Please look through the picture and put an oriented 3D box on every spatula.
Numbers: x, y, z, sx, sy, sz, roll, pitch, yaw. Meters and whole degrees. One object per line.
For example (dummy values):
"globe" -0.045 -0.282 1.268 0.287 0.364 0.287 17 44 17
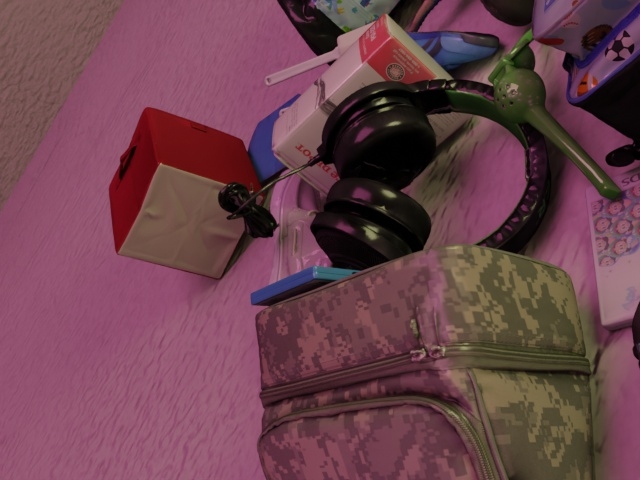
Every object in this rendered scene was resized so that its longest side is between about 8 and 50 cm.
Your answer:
"spatula" 0.016 -0.210 1.128 0.242 0.019 0.168 -12 96 39

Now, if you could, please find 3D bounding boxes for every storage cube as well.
"storage cube" -0.227 -0.078 1.259 0.184 0.215 0.193 -58 32 24

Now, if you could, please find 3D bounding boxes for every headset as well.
"headset" 0.068 -0.053 0.894 0.394 0.185 0.243 -2 64 18

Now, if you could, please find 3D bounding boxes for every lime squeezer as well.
"lime squeezer" 0.234 -0.173 0.811 0.310 0.109 0.059 -91 9 -45

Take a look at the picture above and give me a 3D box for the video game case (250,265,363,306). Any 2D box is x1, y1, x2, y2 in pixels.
"video game case" 0.029 0.053 0.779 0.119 0.166 0.015 -26 63 50

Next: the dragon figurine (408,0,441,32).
"dragon figurine" 0.213 -0.412 1.055 0.085 0.144 0.289 -125 39 -54

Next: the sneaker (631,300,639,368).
"sneaker" 0.295 0.103 0.574 0.106 0.101 0.267 160 126 -72

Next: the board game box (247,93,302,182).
"board game box" -0.062 -0.165 1.279 0.168 0.033 0.133 -28 51 41

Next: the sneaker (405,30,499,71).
"sneaker" 0.158 -0.249 1.043 0.209 0.069 0.082 14 107 47

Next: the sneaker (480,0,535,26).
"sneaker" 0.259 -0.431 0.898 0.146 0.122 0.331 -169 81 -68

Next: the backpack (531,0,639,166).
"backpack" 0.323 -0.250 0.682 0.276 0.213 0.263 -40 20 47

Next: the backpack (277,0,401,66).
"backpack" 0.072 -0.490 1.191 0.355 0.273 0.290 -36 32 12

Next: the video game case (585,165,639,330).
"video game case" 0.315 -0.008 0.684 0.143 0.019 0.157 -26 47 40

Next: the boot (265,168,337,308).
"boot" 0.000 0.000 1.037 0.123 0.095 0.258 -18 58 34

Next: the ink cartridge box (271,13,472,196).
"ink cartridge box" 0.063 -0.159 0.993 0.218 0.158 0.092 -41 28 24

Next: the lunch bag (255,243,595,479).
"lunch bag" 0.091 0.164 0.691 0.305 0.212 0.256 -22 66 44
